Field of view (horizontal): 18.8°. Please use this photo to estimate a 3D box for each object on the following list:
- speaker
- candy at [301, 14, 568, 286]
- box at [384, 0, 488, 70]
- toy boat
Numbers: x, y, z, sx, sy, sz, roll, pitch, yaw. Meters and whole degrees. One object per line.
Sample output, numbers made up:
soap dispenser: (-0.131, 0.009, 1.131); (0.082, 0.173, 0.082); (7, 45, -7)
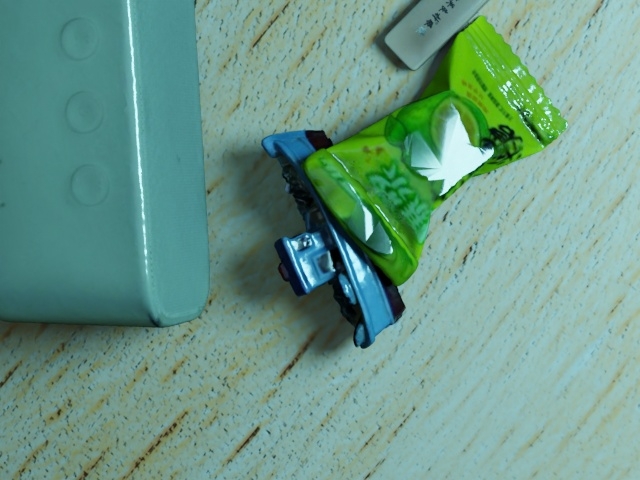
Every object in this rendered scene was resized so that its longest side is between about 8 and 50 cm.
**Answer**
speaker: (-0.225, -0.120, 1.848); (0.184, 0.183, 0.406); (-3, 92, 15)
candy: (0.110, -0.086, 1.833); (0.246, 0.069, 0.149); (-40, 94, -11)
box: (0.115, -0.217, 1.859); (0.115, 0.025, 0.048); (-43, 86, 8)
toy boat: (0.000, 0.000, 1.849); (0.097, 0.100, 0.223); (-24, 89, -11)
